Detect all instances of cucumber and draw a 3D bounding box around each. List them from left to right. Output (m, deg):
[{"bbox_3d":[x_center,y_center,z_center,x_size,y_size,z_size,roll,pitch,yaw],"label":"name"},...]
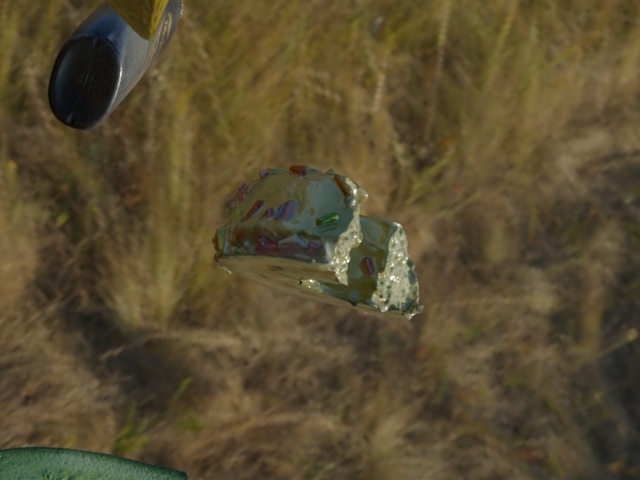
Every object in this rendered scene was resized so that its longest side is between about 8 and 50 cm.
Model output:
[{"bbox_3d":[-0.255,0.268,1.567,0.244,0.063,0.115,21,52,-29],"label":"cucumber"}]

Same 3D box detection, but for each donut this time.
[{"bbox_3d":[-0.005,-0.001,0.938,0.166,0.108,0.065,33,70,-64],"label":"donut"}]

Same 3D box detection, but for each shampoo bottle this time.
[{"bbox_3d":[-0.144,-0.147,1.136,0.049,0.087,0.233,22,21,-2],"label":"shampoo bottle"}]

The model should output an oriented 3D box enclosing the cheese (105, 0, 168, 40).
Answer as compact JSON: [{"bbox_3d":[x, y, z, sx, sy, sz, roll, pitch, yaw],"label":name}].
[{"bbox_3d":[-0.102,-0.163,0.482,0.171,0.093,0.126,25,80,-6],"label":"cheese"}]
